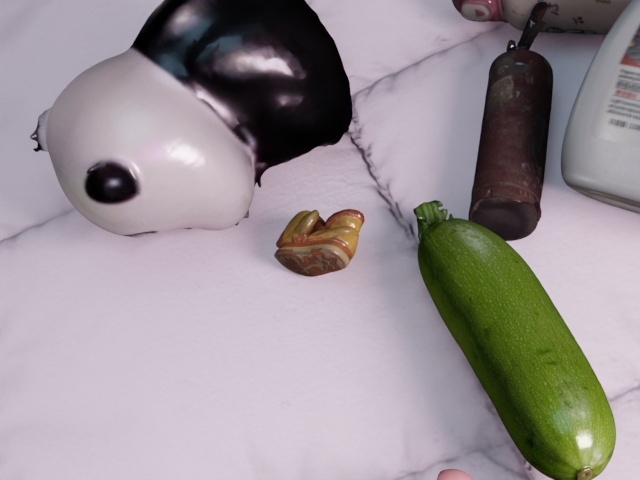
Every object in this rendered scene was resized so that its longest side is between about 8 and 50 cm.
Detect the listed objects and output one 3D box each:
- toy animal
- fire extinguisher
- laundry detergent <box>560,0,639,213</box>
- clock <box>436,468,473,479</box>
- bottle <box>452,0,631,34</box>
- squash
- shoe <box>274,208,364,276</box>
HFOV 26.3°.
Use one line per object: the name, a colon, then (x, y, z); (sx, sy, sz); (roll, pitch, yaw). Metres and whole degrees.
toy animal: (-0.147, -0.138, 1.486); (0.310, 0.251, 0.251); (-37, 50, -20)
fire extinguisher: (0.209, -0.131, 1.441); (0.072, 0.089, 0.267); (16, 55, -5)
laundry detergent: (0.405, -0.206, 1.302); (0.264, 0.125, 0.397); (18, 89, 26)
clock: (0.197, 0.295, 1.077); (0.241, 0.142, 0.227); (2, 54, 16)
bottle: (0.260, -0.286, 1.531); (0.233, 0.110, 0.110); (6, 55, 22)
squash: (0.171, 0.079, 1.268); (0.101, 0.101, 0.378); (-26, 40, -2)
shoe: (0.003, 0.002, 1.421); (0.069, 0.072, 0.109); (-59, 13, -21)
